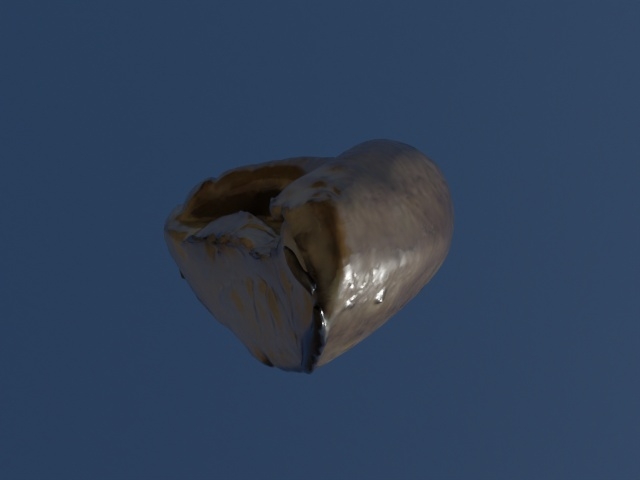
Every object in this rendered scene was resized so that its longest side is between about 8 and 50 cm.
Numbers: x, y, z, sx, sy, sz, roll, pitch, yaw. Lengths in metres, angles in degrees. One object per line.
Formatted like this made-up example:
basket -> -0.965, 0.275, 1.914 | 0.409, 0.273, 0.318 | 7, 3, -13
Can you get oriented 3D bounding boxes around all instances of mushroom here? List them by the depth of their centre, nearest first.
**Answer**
mushroom -> 0.001, 0.002, 0.669 | 0.094, 0.210, 0.072 | -33, -80, -17
